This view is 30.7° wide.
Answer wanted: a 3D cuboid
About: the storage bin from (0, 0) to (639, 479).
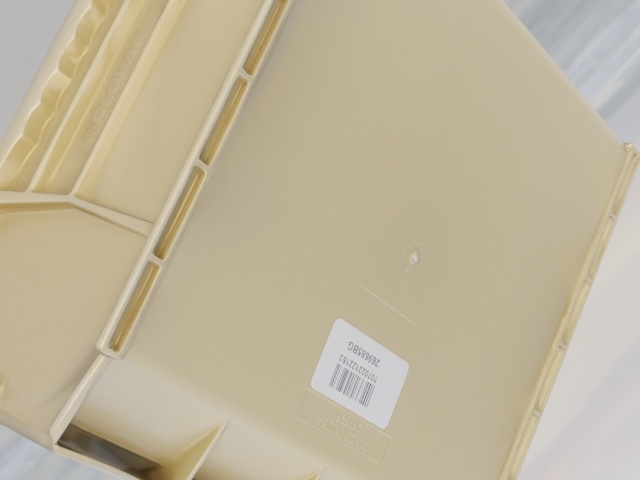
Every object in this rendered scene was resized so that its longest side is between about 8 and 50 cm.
[{"bbox_3d":[0.000,0.000,0.525,0.262,0.123,0.260,37,72,-43],"label":"storage bin"}]
